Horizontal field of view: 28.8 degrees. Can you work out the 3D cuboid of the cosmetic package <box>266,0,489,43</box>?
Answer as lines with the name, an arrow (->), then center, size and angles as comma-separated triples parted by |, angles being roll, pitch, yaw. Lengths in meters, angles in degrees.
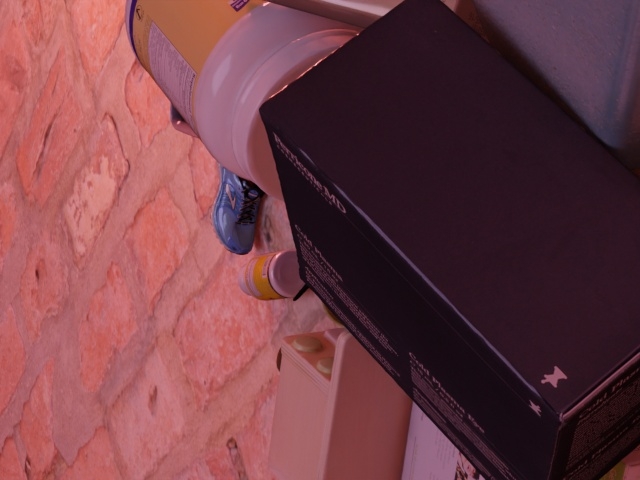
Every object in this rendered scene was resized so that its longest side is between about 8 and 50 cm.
cosmetic package -> 0.039, -0.297, 1.228 | 0.309, 0.113, 0.160 | 20, 94, 29

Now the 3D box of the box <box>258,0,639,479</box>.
box -> 0.136, 0.027, 1.042 | 0.343, 0.179, 0.312 | 47, 167, 23

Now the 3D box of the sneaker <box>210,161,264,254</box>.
sneaker -> -0.111, -0.059, 1.738 | 0.073, 0.063, 0.162 | 9, 102, 55

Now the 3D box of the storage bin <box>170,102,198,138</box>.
storage bin -> -0.141, -0.196, 1.736 | 0.135, 0.091, 0.098 | 23, 114, 54

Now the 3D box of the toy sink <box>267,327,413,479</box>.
toy sink -> 0.042, 0.177, 1.439 | 0.131, 0.152, 0.234 | 37, 126, 51

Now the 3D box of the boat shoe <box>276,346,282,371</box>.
boat shoe -> 0.003, 0.180, 1.614 | 0.153, 0.048, 0.056 | 29, 107, 46

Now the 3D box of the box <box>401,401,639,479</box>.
box -> 0.202, 0.252, 1.283 | 0.322, 0.058, 0.232 | 35, 124, 53

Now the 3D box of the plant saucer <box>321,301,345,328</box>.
plant saucer -> 0.094, -0.003, 1.343 | 0.241, 0.037, 0.241 | -36, 35, 31

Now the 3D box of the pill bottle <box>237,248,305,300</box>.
pill bottle -> -0.065, 0.048, 1.675 | 0.116, 0.065, 0.065 | -9, 87, 59

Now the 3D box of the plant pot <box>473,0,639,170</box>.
plant pot -> 0.256, -0.199, 0.958 | 0.248, 0.247, 0.252 | 54, 154, 40

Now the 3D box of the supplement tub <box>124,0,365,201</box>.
supplement tub -> -0.068, -0.217, 1.472 | 0.331, 0.241, 0.241 | 50, 135, 43

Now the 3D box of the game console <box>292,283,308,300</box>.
game console -> 0.000, 0.000, 1.556 | 0.122, 0.071, 0.107 | -50, 53, 49
